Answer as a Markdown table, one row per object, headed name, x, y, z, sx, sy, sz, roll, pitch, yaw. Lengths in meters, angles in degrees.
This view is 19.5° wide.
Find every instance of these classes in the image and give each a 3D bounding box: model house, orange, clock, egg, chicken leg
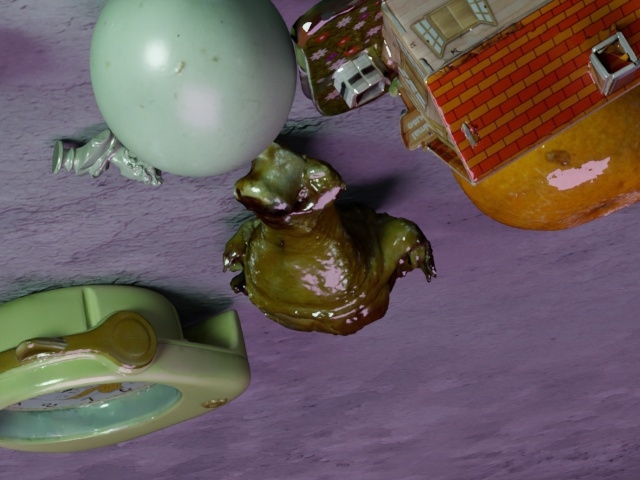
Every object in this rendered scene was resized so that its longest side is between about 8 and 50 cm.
| name | x | y | z | sx | sy | sz | roll | pitch | yaw |
| --- | --- | --- | --- | --- | --- | --- | --- | --- | --- |
| model house | 0.145 | -0.137 | 1.336 | 0.294 | 0.154 | 0.207 | -31 | 164 | -5 |
| orange | 0.211 | -0.102 | 1.586 | 0.224 | 0.170 | 0.224 | -18 | 170 | -3 |
| clock | -0.269 | 0.140 | 2.079 | 0.286 | 0.117 | 0.348 | -21 | 159 | 25 |
| egg | -0.092 | -0.125 | 1.354 | 0.149 | 0.149 | 0.192 | -12 | 156 | -1 |
| chicken leg | 0.012 | 0.010 | 1.835 | 0.211 | 0.140 | 0.361 | -1 | 164 | -6 |

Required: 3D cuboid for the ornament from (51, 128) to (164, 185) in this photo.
| name | x | y | z | sx | sy | sz | roll | pitch | yaw |
| --- | --- | --- | --- | --- | --- | --- | --- | --- | --- |
| ornament | -0.187 | -0.072 | 1.628 | 0.092 | 0.041 | 0.068 | -5 | 157 | 7 |
